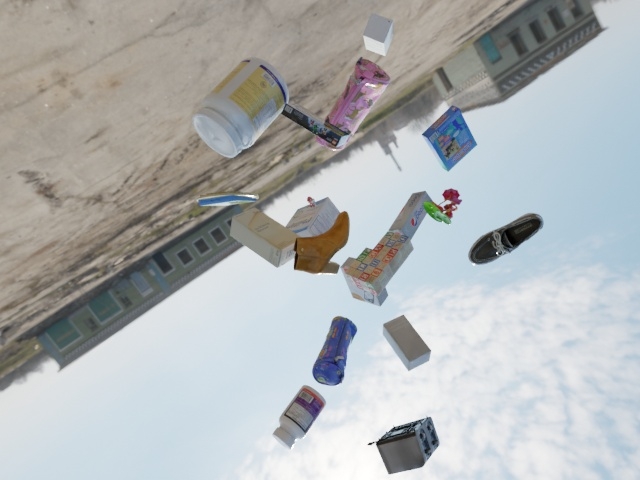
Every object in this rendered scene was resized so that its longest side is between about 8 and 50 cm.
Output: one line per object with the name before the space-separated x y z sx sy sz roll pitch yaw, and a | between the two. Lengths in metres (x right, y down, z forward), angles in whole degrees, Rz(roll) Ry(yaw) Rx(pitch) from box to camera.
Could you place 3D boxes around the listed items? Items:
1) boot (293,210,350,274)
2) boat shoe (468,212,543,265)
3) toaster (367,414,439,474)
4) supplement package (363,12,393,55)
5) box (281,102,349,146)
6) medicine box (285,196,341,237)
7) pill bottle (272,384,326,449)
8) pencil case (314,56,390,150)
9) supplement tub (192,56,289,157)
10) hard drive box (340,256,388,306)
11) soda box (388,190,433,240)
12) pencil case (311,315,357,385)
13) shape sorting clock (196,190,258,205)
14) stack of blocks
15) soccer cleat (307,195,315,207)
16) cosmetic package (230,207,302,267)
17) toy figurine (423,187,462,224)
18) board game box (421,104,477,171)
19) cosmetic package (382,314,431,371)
boot | -0.001 0.001 1.748 0.104 0.211 0.295 -164 -94 -68
boat shoe | 0.695 0.005 1.563 0.306 0.113 0.105 -31 175 28
toaster | 0.282 0.668 1.352 0.185 0.110 0.168 -30 161 26
supplement package | 0.267 -0.940 1.890 0.179 0.105 0.105 -28 142 -78
box | -0.014 -0.424 1.515 0.044 0.233 0.159 -59 176 21
medicine box | -0.061 -0.076 2.337 0.263 0.149 0.289 -18 -150 42
pill bottle | -0.075 0.605 1.413 0.193 0.108 0.108 -48 -164 -31
pencil case | 0.122 -0.548 1.705 0.386 0.167 0.160 -51 -143 42
supplement tub | -0.300 -0.504 1.573 0.331 0.241 0.241 -54 -162 -22
hard drive box | 0.224 0.208 2.097 0.181 0.232 0.089 12 -133 41
soda box | 0.474 -0.128 2.154 0.098 0.091 0.286 -5 -137 56
pencil case | 0.063 0.424 1.615 0.133 0.119 0.306 -58 -179 32
shape sorting clock | -0.312 -0.144 1.394 0.206 0.041 0.206 -6 -178 0
stack of blocks | 0.273 0.095 1.905 0.171 0.087 0.297 20 -120 46
soccer cleat | -0.041 -0.183 1.892 0.029 0.083 0.036 4 -117 21
cosmetic package | -0.255 -0.018 1.926 0.160 0.309 0.113 -33 148 -48
toy figurine | 0.606 -0.176 1.959 0.159 0.130 0.173 -42 -133 -8
board game box | 0.510 -0.396 1.623 0.160 0.210 0.047 -43 -140 6
cosmetic package | 0.408 0.485 1.971 0.127 0.107 0.238 -20 -132 -14
